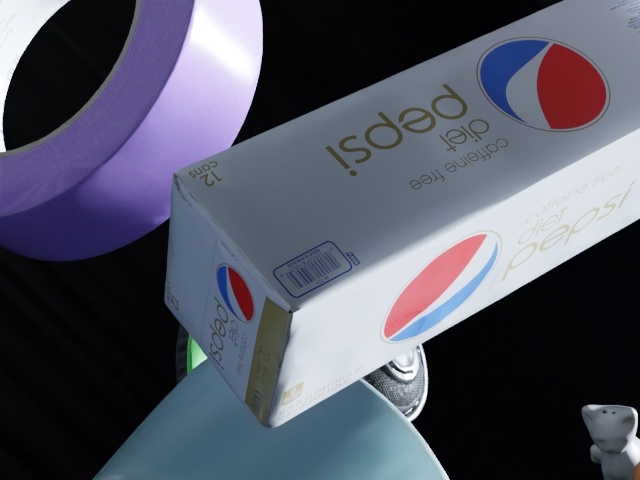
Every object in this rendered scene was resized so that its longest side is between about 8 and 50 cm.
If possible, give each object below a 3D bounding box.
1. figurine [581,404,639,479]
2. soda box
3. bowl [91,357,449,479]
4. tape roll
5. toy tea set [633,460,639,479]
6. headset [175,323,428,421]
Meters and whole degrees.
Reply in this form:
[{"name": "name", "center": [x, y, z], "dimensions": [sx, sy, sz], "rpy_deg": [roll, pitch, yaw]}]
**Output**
[{"name": "figurine", "center": [0.448, 0.271, 1.673], "dimensions": [0.209, 0.214, 0.092], "rpy_deg": [62, 36, -53]}, {"name": "soda box", "center": [0.050, -0.020, 0.475], "dimensions": [0.216, 0.069, 0.074], "rpy_deg": [-26, 150, -28]}, {"name": "bowl", "center": [-0.060, 0.240, 0.880], "dimensions": [0.163, 0.312, 0.311], "rpy_deg": [-19, 162, -48]}, {"name": "tape roll", "center": [-0.180, -0.128, 0.906], "dimensions": [0.275, 0.275, 0.090], "rpy_deg": [-45, 145, 6]}, {"name": "toy tea set", "center": [0.434, 0.218, 1.157], "dimensions": [0.336, 0.200, 0.124], "rpy_deg": [-49, -146, 36]}, {"name": "headset", "center": [-0.011, 0.159, 1.157], "dimensions": [0.185, 0.394, 0.243], "rpy_deg": [6, 125, -51]}]
